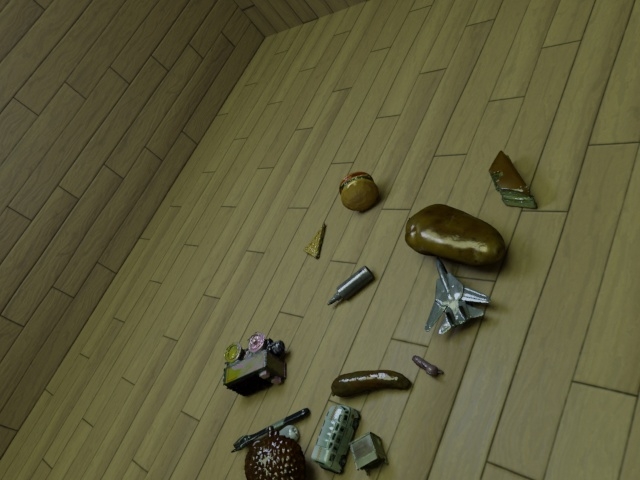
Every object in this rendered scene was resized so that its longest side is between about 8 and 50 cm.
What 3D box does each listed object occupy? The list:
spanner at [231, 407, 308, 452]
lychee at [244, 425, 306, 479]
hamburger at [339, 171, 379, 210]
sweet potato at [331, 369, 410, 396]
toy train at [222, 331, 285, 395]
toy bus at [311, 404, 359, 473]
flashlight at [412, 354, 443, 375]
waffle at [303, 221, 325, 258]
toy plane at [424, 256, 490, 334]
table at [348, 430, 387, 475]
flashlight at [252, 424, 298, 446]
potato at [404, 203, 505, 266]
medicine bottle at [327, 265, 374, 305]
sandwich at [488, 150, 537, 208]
[{"bbox_3d":[-0.171,0.634,1.799,0.315,0.024,0.087,-30,-1,16],"label":"spanner"},{"bbox_3d":[-0.137,0.677,1.622,0.200,0.200,0.238,-30,54,23],"label":"lychee"},{"bbox_3d":[0.152,-0.196,2.136,0.162,0.162,0.115,-33,39,19],"label":"hamburger"},{"bbox_3d":[0.148,0.434,1.656,0.273,0.075,0.075,-17,47,29],"label":"sweet potato"},{"bbox_3d":[-0.247,0.451,1.972,0.260,0.134,0.178,-28,42,25],"label":"toy train"},{"bbox_3d":[0.043,0.583,1.607,0.087,0.089,0.194,-1,56,44],"label":"toy bus"},{"bbox_3d":[0.308,0.370,1.581,0.110,0.052,0.032,26,113,58],"label":"flashlight"},{"bbox_3d":[0.000,0.000,2.218,0.097,0.023,0.153,24,76,50],"label":"waffle"},{"bbox_3d":[0.396,0.155,1.647,0.212,0.088,0.267,-31,32,20],"label":"toy plane"},{"bbox_3d":[0.136,0.602,1.519,0.079,0.062,0.083,-36,38,15],"label":"table"},{"bbox_3d":[-0.155,0.670,1.760,0.200,0.047,0.093,-37,37,16],"label":"flashlight"},{"bbox_3d":[0.417,-0.016,1.695,0.369,0.195,0.177,23,97,49],"label":"potato"},{"bbox_3d":[0.101,0.171,1.939,0.199,0.057,0.058,-41,38,11],"label":"medicine bottle"},{"bbox_3d":[0.603,-0.188,1.731,0.088,0.090,0.245,-29,41,19],"label":"sandwich"}]
